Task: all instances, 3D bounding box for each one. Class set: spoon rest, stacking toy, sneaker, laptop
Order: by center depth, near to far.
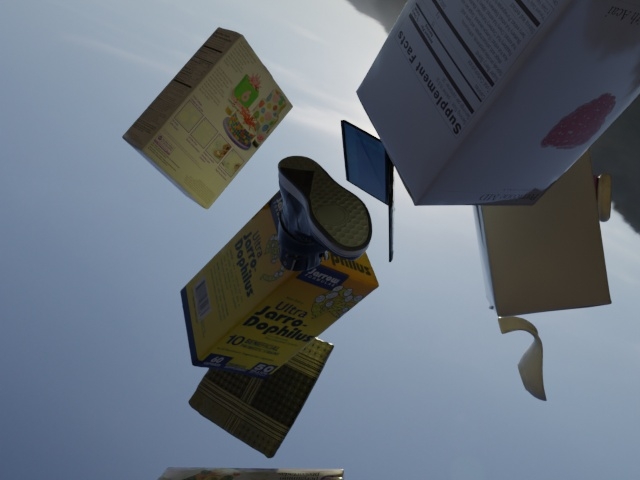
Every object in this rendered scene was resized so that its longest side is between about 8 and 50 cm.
[{"bbox_3d":[0.001,-0.001,0.904,0.086,0.163,0.226,-11,-142,-21],"label":"sneaker"},{"bbox_3d":[0.112,-0.120,1.519,0.137,0.234,0.264,1,-124,8],"label":"laptop"},{"bbox_3d":[0.534,0.297,1.602,0.276,0.084,0.137,58,-159,-30],"label":"spoon rest"},{"bbox_3d":[0.676,-0.124,1.857,0.331,0.141,0.141,1,-161,26],"label":"stacking toy"}]

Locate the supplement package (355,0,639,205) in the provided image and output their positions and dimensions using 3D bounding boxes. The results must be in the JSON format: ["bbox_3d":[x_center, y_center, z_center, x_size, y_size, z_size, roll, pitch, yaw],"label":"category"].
[{"bbox_3d":[0.196,-0.188,0.611,0.178,0.293,0.175,-3,-126,-30],"label":"supplement package"}]

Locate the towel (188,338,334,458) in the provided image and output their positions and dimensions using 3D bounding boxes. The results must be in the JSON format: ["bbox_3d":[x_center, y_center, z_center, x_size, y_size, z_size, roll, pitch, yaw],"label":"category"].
[{"bbox_3d":[-0.154,0.345,1.592,0.324,0.312,0.056,19,164,39],"label":"towel"}]

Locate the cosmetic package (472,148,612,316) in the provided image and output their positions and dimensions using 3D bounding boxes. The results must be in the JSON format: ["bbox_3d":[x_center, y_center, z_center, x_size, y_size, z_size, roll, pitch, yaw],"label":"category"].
[{"bbox_3d":[0.290,-0.089,0.903,0.155,0.365,0.197,-10,-177,10],"label":"cosmetic package"}]

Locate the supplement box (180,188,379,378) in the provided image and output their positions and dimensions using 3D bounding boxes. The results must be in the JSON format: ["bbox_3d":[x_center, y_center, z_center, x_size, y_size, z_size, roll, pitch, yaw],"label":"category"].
[{"bbox_3d":[-0.093,0.097,1.261,0.194,0.356,0.195,22,-144,-40],"label":"supplement box"}]

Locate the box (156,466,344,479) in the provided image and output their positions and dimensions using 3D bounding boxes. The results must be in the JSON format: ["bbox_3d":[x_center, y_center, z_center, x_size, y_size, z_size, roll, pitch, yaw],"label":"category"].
[{"bbox_3d":[-0.120,0.431,1.071,0.324,0.067,0.063,-2,-170,10],"label":"box"}]

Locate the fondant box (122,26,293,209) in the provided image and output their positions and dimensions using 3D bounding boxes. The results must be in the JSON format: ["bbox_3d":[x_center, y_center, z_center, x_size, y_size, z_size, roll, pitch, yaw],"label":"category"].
[{"bbox_3d":[-0.242,-0.270,1.417,0.096,0.330,0.238,32,169,40],"label":"fondant box"}]
